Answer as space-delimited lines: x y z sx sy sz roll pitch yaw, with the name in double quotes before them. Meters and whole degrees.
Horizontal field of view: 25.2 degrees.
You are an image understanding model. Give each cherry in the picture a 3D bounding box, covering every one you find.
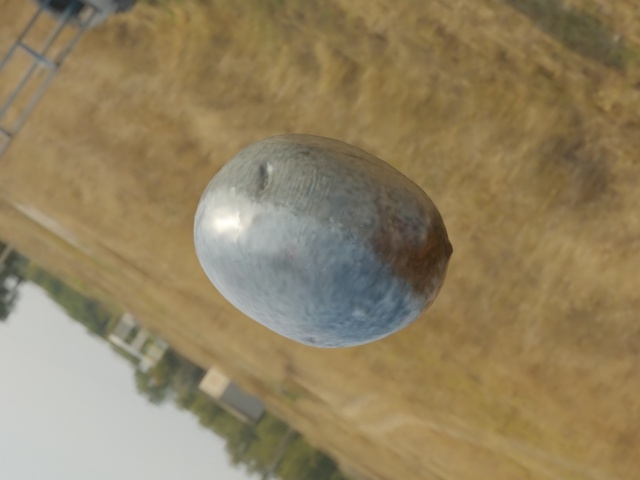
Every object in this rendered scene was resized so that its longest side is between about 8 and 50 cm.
"cherry" 0.000 0.000 1.523 0.296 0.218 0.255 6 148 52
